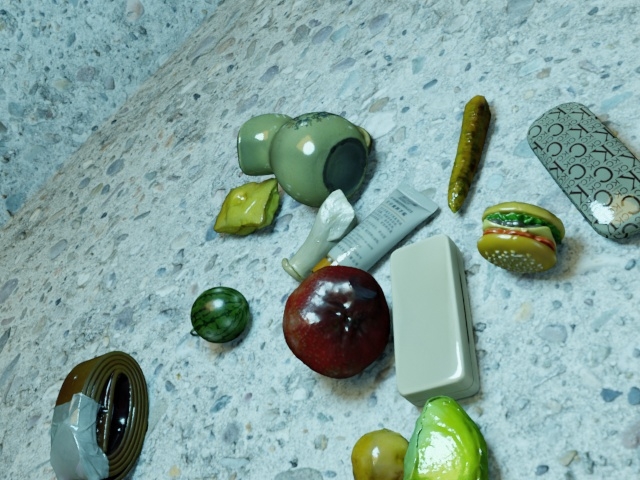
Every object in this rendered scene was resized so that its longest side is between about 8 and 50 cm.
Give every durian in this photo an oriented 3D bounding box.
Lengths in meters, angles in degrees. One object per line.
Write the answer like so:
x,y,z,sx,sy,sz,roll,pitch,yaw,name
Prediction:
0.208,0.383,1.056,0.139,0.101,0.250,-4,55,19,durian

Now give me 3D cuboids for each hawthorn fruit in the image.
0.013,0.161,1.341,0.266,0.210,0.230,3,66,58,hawthorn fruit

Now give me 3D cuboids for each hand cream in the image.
0.116,-0.010,1.473,0.314,0.089,0.139,-42,42,-1,hand cream

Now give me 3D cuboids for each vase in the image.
-0.009,-0.236,1.666,0.329,0.240,0.302,-29,36,-36,vase

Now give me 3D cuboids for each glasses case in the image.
0.520,-0.144,1.231,0.137,0.085,0.354,-34,42,16,glasses case
0.219,0.151,1.261,0.144,0.076,0.336,-21,47,28,glasses case

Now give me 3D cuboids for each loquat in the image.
0.112,0.404,1.130,0.137,0.113,0.137,-42,42,54,loquat

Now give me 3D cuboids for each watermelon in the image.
-0.265,0.196,1.594,0.187,0.141,0.140,-34,42,20,watermelon

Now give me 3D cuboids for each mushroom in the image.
0.009,0.000,1.539,0.247,0.108,0.096,-53,42,13,mushroom

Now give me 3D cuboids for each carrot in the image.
0.335,-0.196,1.446,0.066,0.066,0.314,-4,56,39,carrot

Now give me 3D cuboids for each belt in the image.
-0.541,0.441,1.570,0.122,0.217,0.338,-22,48,27,belt

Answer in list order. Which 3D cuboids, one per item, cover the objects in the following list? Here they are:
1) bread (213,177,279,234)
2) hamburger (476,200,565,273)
-0.203,-0.087,1.809,0.233,0.088,0.160,-2,52,42,bread
0.375,-0.004,1.196,0.162,0.162,0.115,2,66,41,hamburger
